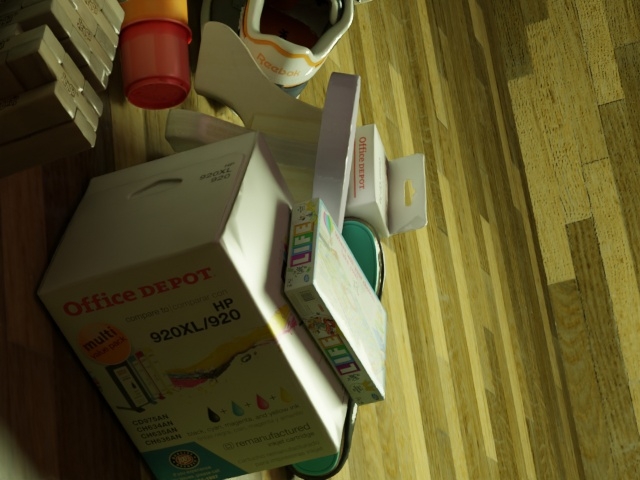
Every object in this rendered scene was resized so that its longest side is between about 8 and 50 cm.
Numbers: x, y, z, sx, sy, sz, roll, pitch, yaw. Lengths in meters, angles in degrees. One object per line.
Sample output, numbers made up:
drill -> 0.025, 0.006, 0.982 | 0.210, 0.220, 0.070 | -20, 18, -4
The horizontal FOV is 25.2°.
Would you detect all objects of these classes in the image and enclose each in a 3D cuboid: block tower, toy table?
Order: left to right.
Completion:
block tower -> -0.219, -0.207, 1.187 | 0.335, 0.097, 0.091 | -88, 155, -44
toy table -> -0.051, -0.077, 1.350 | 0.274, 0.160, 0.252 | 90, 8, -70

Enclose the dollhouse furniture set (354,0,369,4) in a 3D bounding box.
dollhouse furniture set -> 0.047, -0.469, 1.850 | 0.303, 0.286, 0.198 | -70, 143, -45

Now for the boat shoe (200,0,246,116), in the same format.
boat shoe -> -0.072, -0.270, 1.651 | 0.109, 0.091, 0.305 | 56, 26, -43

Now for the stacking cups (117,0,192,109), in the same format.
stacking cups -> -0.163, -0.282, 1.405 | 0.096, 0.096, 0.316 | 32, 47, -63

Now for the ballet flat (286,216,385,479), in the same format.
ballet flat -> 0.008, 0.113, 1.517 | 0.096, 0.095, 0.280 | 18, 84, -83

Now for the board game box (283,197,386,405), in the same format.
board game box -> 0.016, 0.053, 1.217 | 0.103, 0.026, 0.154 | -85, 153, -46

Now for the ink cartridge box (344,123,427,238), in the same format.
ink cartridge box -> 0.011, -0.056, 1.546 | 0.067, 0.198, 0.115 | 66, 19, -49

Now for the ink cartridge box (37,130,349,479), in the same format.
ink cartridge box -> -0.095, 0.061, 1.209 | 0.168, 0.171, 0.233 | -77, 146, -54

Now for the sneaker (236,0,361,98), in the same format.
sneaker -> -0.016, -0.286, 1.555 | 0.126, 0.127, 0.321 | 21, 58, -16
